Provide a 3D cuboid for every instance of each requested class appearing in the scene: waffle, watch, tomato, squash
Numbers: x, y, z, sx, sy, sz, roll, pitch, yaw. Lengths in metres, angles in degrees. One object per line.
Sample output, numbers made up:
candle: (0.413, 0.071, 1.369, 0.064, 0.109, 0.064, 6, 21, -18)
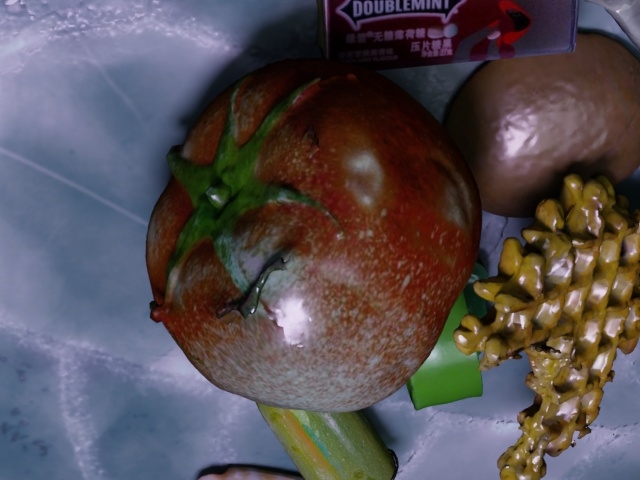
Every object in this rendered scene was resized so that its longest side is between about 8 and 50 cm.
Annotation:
waffle: (0.234, 0.078, 1.641, 0.260, 0.069, 0.293, -51, 145, -20)
watch: (0.115, 0.097, 1.674, 0.131, 0.152, 0.165, -12, 121, -3)
tomato: (0.000, 0.000, 1.517, 0.239, 0.303, 0.303, 24, 115, -34)
squash: (-0.005, 0.179, 1.740, 0.095, 0.095, 0.188, -29, 121, 9)

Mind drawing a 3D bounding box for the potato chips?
potato chips: (0.219, -0.096, 1.625, 0.208, 0.062, 0.195, -3, 119, -4)

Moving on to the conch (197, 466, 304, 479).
conch: (-0.059, 0.288, 1.819, 0.176, 0.094, 0.104, 36, 127, 3)

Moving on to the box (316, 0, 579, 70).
box: (0.109, -0.212, 1.531, 0.224, 0.069, 0.120, -4, 127, -5)

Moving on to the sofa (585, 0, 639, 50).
sofa: (0.378, -0.184, 1.525, 0.210, 0.176, 0.225, -35, 120, 13)
